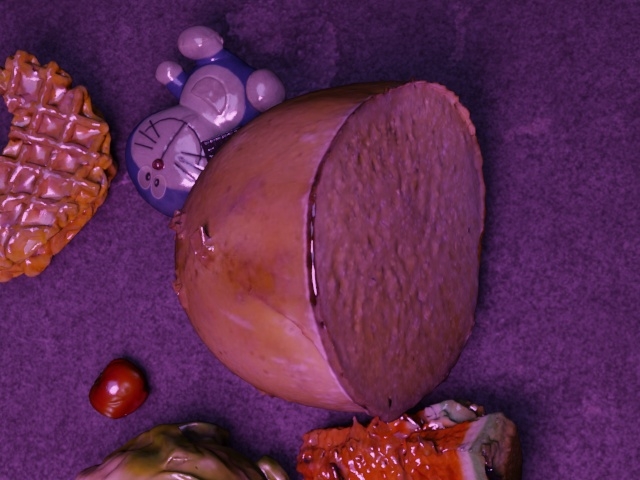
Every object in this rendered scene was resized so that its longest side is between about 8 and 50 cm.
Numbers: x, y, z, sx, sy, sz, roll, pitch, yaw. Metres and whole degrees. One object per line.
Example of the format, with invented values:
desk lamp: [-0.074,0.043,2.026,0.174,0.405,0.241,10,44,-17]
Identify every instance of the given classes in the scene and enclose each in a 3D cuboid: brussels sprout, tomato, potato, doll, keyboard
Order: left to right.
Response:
tomato: [-0.287,0.215,1.275,0.075,0.087,0.087,39,84,-14]
brussels sprout: [-0.178,0.348,1.136,0.294,0.259,0.227,3,83,8]
doll: [-0.176,-0.158,1.309,0.228,0.154,0.258,35,83,16]
keyboard: [-0.112,-0.072,1.270,0.064,0.198,0.010,-24,40,-8]
potato: [0.000,0.000,1.150,0.319,0.385,0.442,3,31,37]

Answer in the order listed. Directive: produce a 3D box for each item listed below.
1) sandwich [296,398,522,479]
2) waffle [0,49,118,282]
sandwich: [0.112,0.297,1.168,0.301,0.250,0.162,4,34,18]
waffle: [-0.454,-0.106,1.321,0.261,0.151,0.324,40,88,-7]
